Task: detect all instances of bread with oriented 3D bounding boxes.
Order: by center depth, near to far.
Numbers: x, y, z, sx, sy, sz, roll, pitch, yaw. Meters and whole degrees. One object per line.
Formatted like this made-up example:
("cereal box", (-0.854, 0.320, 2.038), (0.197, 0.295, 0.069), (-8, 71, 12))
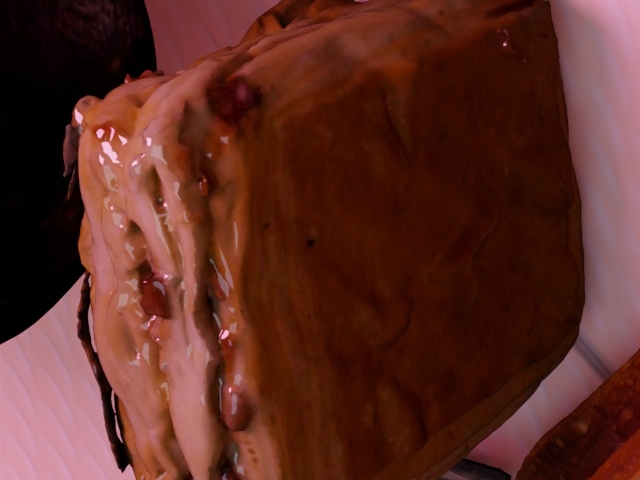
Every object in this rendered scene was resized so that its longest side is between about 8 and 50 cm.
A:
("bread", (0.000, 0.000, 1.040), (0.167, 0.324, 0.277), (12, 120, 43))

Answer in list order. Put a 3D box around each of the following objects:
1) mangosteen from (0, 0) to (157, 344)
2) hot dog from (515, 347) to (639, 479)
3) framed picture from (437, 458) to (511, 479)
("mangosteen", (-0.272, -0.134, 1.056), (0.382, 0.382, 0.435), (10, 84, 17))
("hot dog", (0.241, 0.109, 1.075), (0.117, 0.158, 0.349), (31, 121, -17))
("framed picture", (0.009, 0.204, 1.261), (0.260, 0.023, 0.189), (14, 121, 27))
